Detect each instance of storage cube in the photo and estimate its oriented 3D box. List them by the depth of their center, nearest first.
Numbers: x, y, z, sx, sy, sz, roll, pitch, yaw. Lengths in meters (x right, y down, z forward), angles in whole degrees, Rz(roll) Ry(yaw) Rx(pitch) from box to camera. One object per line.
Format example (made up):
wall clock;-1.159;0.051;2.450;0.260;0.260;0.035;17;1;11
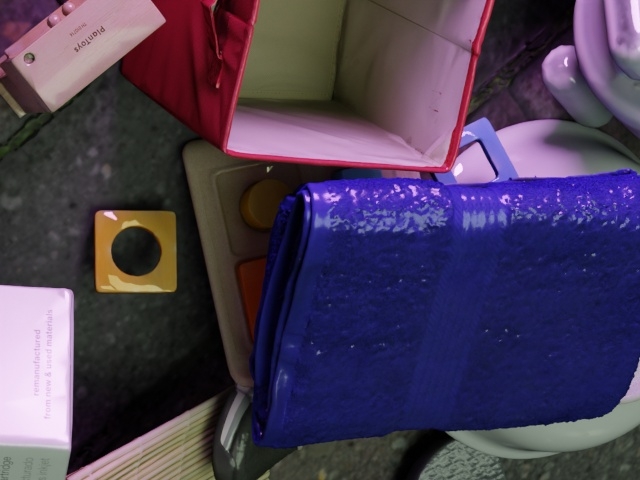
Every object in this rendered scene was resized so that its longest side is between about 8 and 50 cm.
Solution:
storage cube;-0.011;-0.169;1.383;0.215;0.193;0.183;4;109;-30

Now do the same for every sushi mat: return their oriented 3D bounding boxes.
sushi mat;-0.112;0.199;1.483;0.316;0.019;0.151;-25;127;-58

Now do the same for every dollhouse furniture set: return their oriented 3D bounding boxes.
dollhouse furniture set;-0.229;-0.209;1.304;0.212;0.161;0.242;-40;102;-10

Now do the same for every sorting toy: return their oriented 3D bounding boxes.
sorting toy;0.000;0.000;1.478;0.348;0.047;0.196;-12;84;-14

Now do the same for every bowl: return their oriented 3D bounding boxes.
bowl;0.218;0.053;1.612;0.298;0.134;0.298;-5;101;-28

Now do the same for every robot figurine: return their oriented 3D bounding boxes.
robot figurine;0.326;-0.149;1.544;0.353;0.300;0.199;27;59;-60

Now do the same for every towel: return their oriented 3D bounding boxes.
towel;0.102;0.043;1.428;0.308;0.076;0.227;-1;127;-21

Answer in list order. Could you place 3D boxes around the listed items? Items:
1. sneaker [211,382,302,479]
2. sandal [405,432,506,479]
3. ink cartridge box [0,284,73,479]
sneaker;0.020;0.115;1.510;0.228;0.132;0.086;-56;155;-28
sandal;0.110;0.277;1.731;0.097;0.054;0.254;-7;117;-16
ink cartridge box;-0.325;0.133;1.267;0.307;0.129;0.223;4;143;-12
